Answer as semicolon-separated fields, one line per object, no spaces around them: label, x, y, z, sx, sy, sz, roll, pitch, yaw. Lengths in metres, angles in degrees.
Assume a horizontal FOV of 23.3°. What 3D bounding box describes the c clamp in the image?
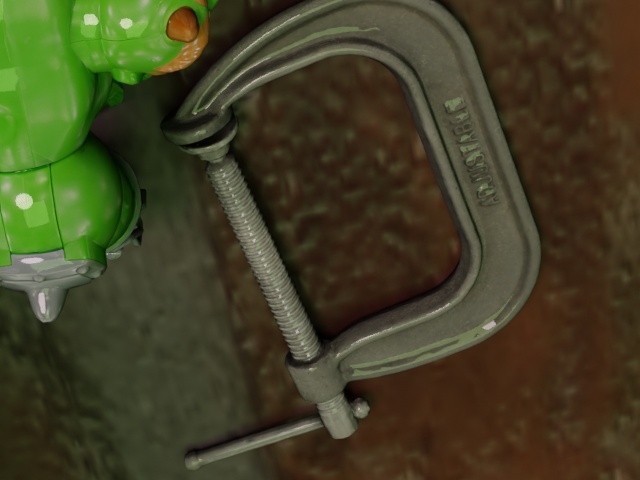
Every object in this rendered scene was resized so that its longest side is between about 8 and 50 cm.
c clamp;0.000;0.000;0.492;0.137;0.022;0.161;-16;122;3

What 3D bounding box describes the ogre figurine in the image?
ogre figurine;-0.077;-0.064;0.388;0.096;0.118;0.197;8;120;-12
